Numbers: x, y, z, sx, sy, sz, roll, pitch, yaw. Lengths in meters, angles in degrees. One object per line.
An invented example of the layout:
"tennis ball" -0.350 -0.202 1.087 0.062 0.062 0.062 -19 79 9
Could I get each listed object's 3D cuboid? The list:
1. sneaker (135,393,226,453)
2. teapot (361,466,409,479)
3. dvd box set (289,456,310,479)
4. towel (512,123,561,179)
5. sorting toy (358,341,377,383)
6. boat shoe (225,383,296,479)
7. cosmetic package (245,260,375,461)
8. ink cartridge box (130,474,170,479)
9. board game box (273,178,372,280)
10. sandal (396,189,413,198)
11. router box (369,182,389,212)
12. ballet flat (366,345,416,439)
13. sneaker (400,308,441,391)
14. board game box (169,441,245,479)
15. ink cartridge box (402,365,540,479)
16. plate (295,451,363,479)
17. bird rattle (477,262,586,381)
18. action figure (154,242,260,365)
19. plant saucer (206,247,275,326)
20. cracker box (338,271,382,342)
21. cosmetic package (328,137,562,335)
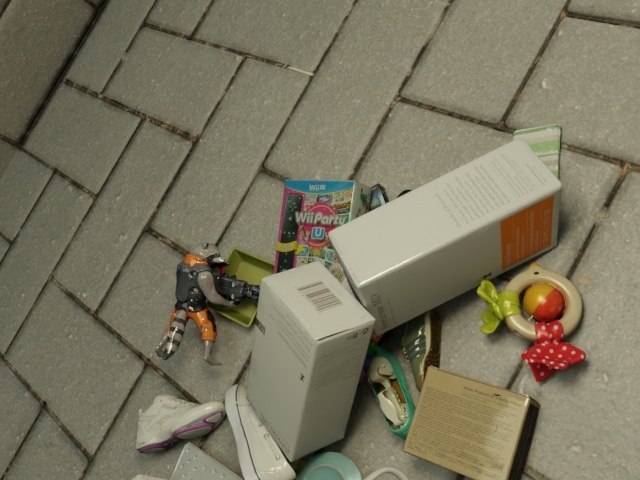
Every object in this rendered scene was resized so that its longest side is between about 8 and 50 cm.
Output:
"sneaker" -0.390 0.469 1.894 0.305 0.114 0.152 -25 59 24
"teapot" 0.091 0.617 1.382 0.256 0.187 0.252 -58 21 19
"dvd box set" 0.054 0.691 1.523 0.420 0.062 0.307 14 78 38
"towel" 0.503 -0.194 1.638 0.113 0.023 0.152 -5 69 35
"sorting toy" 0.008 0.229 1.729 0.126 0.127 0.365 -44 37 -19
"boat shoe" -0.126 0.448 1.686 0.156 0.136 0.367 -27 26 -3
"cosmetic package" -0.034 0.264 1.521 0.217 0.156 0.385 44 136 39
"ink cartridge box" -0.453 0.763 1.726 0.211 0.121 0.289 -40 44 24
"board game box" 0.000 0.000 1.810 0.224 0.097 0.303 4 84 35
"sandal" 0.283 -0.068 1.708 0.254 0.054 0.097 14 78 38
"router box" 0.123 -0.080 1.835 0.122 0.038 0.092 -30 55 21
"ballet flat" 0.154 0.335 1.596 0.083 0.087 0.247 -37 53 16
"sneaker" 0.223 0.253 1.607 0.086 0.064 0.192 -8 65 40
"board game box" -0.287 0.742 1.699 0.390 0.050 0.390 12 77 49
"ink cartridge box" 0.313 0.390 1.462 0.235 0.088 0.193 12 75 38
"plate" 0.011 0.564 1.556 0.188 0.024 0.188 -14 61 27
"bird rattle" 0.450 0.152 1.455 0.207 0.143 0.253 -45 53 -12
"action figure" -0.309 0.164 1.882 0.341 0.178 0.330 1 81 39
"plant saucer" -0.210 0.134 1.965 0.188 0.045 0.188 20 82 39
"cracker box" 0.135 0.102 1.669 0.232 0.156 0.067 -55 8 1
"cosmetic package" 0.268 -0.004 1.489 0.453 0.230 0.161 -26 54 -2
